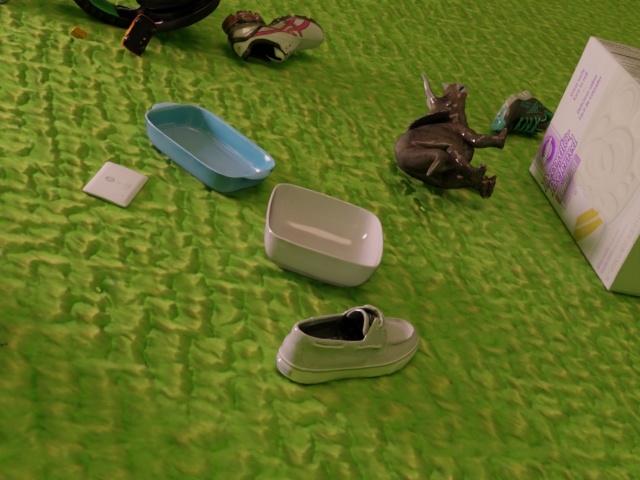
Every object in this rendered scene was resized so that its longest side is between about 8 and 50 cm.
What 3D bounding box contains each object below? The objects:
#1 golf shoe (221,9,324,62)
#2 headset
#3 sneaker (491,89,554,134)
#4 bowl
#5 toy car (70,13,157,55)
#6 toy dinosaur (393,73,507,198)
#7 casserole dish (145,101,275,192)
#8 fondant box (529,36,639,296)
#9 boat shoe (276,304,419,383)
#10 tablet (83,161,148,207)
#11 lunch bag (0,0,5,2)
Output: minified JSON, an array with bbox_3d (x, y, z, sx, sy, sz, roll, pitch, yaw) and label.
[{"bbox_3d":[-0.068,-0.314,1.794,0.186,0.067,0.086,-6,63,-36],"label":"golf shoe"},{"bbox_3d":[-0.207,-0.443,1.709,0.394,0.243,0.185,7,32,-19],"label":"headset"},{"bbox_3d":[0.345,-0.207,1.883,0.076,0.065,0.166,35,33,16],"label":"sneaker"},{"bbox_3d":[0.000,0.000,1.310,0.142,0.053,0.142,17,29,-6],"label":"bowl"},{"bbox_3d":[-0.301,-0.307,1.626,0.122,0.060,0.040,14,-3,-28],"label":"toy car"},{"bbox_3d":[0.169,-0.121,1.598,0.160,0.121,0.313,17,32,16],"label":"toy dinosaur"},{"bbox_3d":[-0.144,-0.115,1.425,0.188,0.037,0.114,37,32,25],"label":"casserole dish"},{"bbox_3d":[0.432,-0.109,1.592,0.096,0.238,0.330,10,31,-17],"label":"fondant box"},{"bbox_3d":[0.036,0.098,1.158,0.184,0.063,0.066,-2,37,-35],"label":"boat shoe"},{"bbox_3d":[-0.238,-0.066,1.310,0.054,0.006,0.083,21,28,0],"label":"tablet"},{"bbox_3d":[-0.462,-0.396,1.648,0.053,0.071,0.083,21,28,1],"label":"lunch bag"}]
